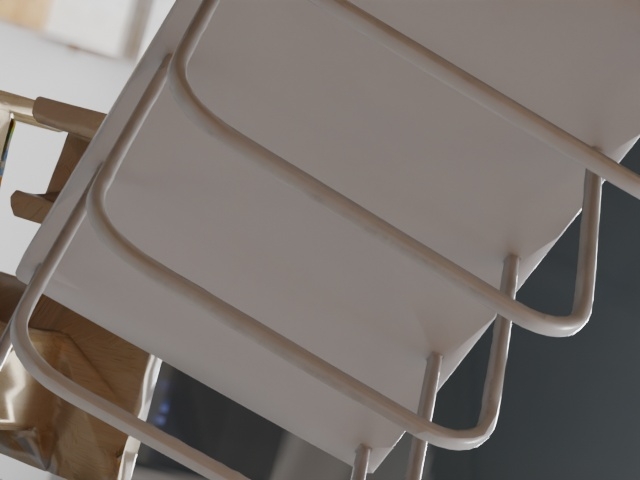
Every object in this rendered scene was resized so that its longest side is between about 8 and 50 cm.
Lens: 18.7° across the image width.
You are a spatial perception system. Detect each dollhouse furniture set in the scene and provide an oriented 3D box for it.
[{"bbox_3d":[-0.263,0.069,1.403,0.394,0.362,0.256,15,-179,30],"label":"dollhouse furniture set"}]

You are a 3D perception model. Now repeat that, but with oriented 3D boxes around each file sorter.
[{"bbox_3d":[0.000,0.000,0.774,0.193,0.278,0.173,30,-149,-8],"label":"file sorter"}]
